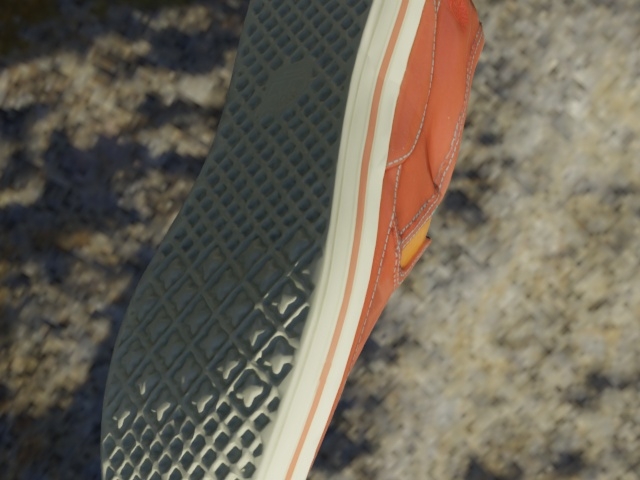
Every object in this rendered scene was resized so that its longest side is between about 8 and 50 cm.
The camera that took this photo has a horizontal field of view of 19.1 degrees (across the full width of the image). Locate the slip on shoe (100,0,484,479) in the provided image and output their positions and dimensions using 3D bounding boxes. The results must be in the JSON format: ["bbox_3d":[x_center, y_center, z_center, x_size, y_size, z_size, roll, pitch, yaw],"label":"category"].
[{"bbox_3d":[0.000,0.000,0.814,0.101,0.123,0.331,41,55,-38],"label":"slip on shoe"}]
